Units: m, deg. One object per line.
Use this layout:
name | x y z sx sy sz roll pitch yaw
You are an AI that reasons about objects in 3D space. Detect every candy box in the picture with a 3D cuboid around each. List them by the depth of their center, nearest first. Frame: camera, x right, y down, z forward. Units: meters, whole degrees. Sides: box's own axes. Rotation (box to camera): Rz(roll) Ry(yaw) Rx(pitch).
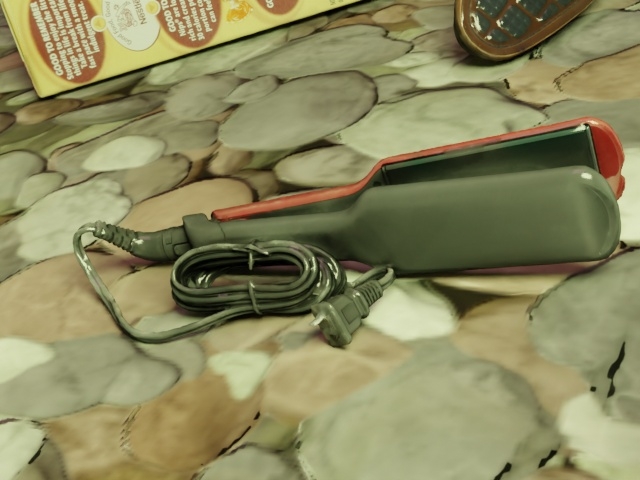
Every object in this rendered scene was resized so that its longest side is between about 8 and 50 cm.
candy box | -0.069 -0.214 0.780 0.317 0.087 0.183 -18 29 -6

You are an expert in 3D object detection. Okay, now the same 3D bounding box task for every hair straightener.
hair straightener | 0.000 0.000 0.417 0.230 0.047 0.089 -4 30 18

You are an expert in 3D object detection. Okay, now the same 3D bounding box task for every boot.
boot | 0.123 -0.172 0.663 0.219 0.082 0.106 -56 10 -28
